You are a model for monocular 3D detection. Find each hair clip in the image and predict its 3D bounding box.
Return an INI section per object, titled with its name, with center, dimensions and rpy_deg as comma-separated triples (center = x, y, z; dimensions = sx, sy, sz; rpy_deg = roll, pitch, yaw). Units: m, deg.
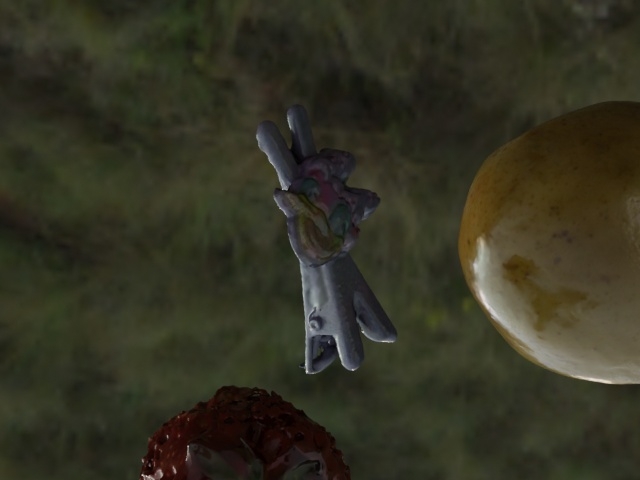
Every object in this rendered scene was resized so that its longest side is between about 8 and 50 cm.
[hair clip]
center = 0.011, 0.005, 1.832
dimensions = 0.090, 0.137, 0.278
rpy_deg = 9, 118, 41

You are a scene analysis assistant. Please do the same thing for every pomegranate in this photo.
[pomegranate]
center = 0.182, -0.002, 1.102
dimensions = 0.196, 0.196, 0.196
rpy_deg = 4, 154, 2

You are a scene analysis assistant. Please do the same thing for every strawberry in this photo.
[strawberry]
center = -0.074, 0.213, 1.642
dimensions = 0.184, 0.201, 0.187
rpy_deg = 30, 102, -31
